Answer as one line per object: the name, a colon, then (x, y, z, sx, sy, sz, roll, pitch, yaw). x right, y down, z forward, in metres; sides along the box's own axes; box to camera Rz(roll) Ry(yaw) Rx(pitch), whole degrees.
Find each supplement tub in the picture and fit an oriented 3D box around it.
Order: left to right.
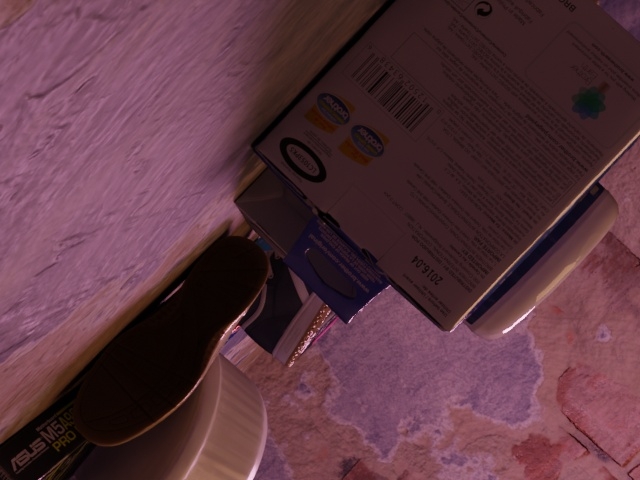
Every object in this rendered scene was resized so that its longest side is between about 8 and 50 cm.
supplement tub: (0.168, -0.066, 1.596, 0.235, 0.325, 0.235, -46, 175, -5)

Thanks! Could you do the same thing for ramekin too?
ramekin: (-0.182, 0.257, 1.679, 0.273, 0.127, 0.273, -36, -144, 32)

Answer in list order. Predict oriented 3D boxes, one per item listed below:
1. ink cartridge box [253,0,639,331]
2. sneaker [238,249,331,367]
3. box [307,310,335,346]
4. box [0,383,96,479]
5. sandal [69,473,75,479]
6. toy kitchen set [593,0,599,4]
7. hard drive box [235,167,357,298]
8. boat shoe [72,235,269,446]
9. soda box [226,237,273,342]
ink cartridge box: (0.124, -0.092, 1.328, 0.395, 0.270, 0.151, -46, 172, 2)
sneaker: (-0.029, 0.014, 1.755, 0.282, 0.153, 0.099, -58, 172, 10)
box: (-0.004, 0.072, 2.382, 0.247, 0.142, 0.163, -44, 173, -35)
box: (-0.366, 0.298, 1.601, 0.270, 0.060, 0.216, -50, 174, 35)
sandal: (-0.397, 0.424, 1.815, 0.169, 0.102, 0.416, -20, -173, 23)
toy kitchen set: (0.288, -0.351, 1.870, 0.122, 0.166, 0.207, -45, 139, -19)
hard drive box: (0.000, 0.000, 1.568, 0.089, 0.181, 0.232, -46, 175, -3)
boat shoe: (-0.174, 0.126, 1.577, 0.302, 0.109, 0.098, -51, 176, -17)
soda box: (-0.133, 0.094, 1.850, 0.210, 0.071, 0.067, -45, 175, -18)
